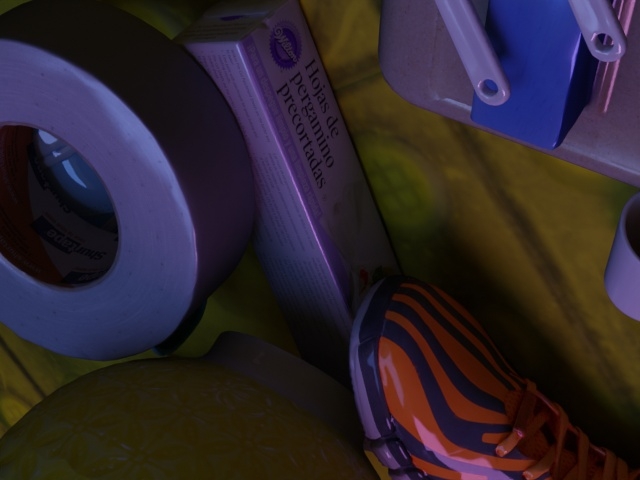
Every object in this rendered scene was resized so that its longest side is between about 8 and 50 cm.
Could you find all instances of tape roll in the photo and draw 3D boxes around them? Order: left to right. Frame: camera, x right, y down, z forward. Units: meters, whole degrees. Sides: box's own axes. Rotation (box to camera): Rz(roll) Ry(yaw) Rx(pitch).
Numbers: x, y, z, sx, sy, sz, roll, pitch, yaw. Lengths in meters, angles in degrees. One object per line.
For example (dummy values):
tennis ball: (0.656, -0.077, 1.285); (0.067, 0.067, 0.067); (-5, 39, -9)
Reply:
tape roll: (-0.152, -0.035, 0.806); (0.219, 0.072, 0.219); (14, 124, 21)

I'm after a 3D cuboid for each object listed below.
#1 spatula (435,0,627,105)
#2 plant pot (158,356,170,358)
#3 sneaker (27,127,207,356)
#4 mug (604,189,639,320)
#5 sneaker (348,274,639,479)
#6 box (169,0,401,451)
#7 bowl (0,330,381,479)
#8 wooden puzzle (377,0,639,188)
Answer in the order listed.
spatula: (0.076, -0.168, 0.530); (0.168, 0.019, 0.242); (-10, 121, 37)
plant pot: (-0.114, 0.207, 1.063); (0.188, 0.187, 0.167); (16, 123, 32)
sneaker: (-0.203, 0.012, 0.995); (0.319, 0.127, 0.208); (-20, 109, 51)
mug: (0.187, 0.017, 0.698); (0.078, 0.062, 0.064); (40, 151, 17)
sneaker: (0.160, 0.136, 0.802); (0.180, 0.124, 0.321); (-10, 128, 42)
box: (0.000, 0.000, 0.847); (0.067, 0.063, 0.324); (3, 127, 40)
bowl: (-0.052, 0.152, 0.830); (0.289, 0.156, 0.289); (28, 164, 9)
wooden puzzle: (0.168, -0.130, 0.559); (0.348, 0.080, 0.322); (27, 139, 22)
